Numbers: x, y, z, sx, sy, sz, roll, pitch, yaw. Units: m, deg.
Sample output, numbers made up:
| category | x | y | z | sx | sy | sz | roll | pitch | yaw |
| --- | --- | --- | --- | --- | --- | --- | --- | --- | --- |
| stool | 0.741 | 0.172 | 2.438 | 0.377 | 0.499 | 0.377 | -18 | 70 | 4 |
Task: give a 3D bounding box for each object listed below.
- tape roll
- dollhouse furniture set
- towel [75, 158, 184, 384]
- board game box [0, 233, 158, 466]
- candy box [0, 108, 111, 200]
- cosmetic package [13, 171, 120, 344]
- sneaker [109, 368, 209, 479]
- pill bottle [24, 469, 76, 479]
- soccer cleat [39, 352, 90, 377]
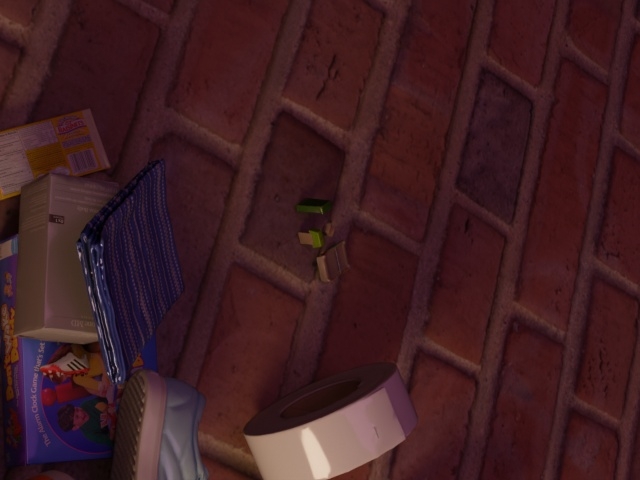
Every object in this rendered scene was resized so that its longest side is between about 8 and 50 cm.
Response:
| category | x | y | z | sx | sy | sz | roll | pitch | yaw |
| --- | --- | --- | --- | --- | --- | --- | --- | --- | --- |
| tape roll | 0.018 | 0.307 | 2.073 | 0.286 | 0.286 | 0.100 | -26 | 97 | -39 |
| dollhouse furniture set | 0.000 | 0.000 | 2.296 | 0.076 | 0.058 | 0.152 | -36 | 122 | -45 |
| towel | -0.274 | 0.039 | 1.878 | 0.336 | 0.040 | 0.243 | -64 | 149 | -64 |
| board game box | -0.375 | 0.169 | 1.931 | 0.233 | 0.078 | 0.347 | 3 | 78 | -37 |
| candy box | -0.441 | -0.139 | 1.981 | 0.206 | 0.027 | 0.105 | -21 | 90 | -39 |
| cosmetic package | -0.377 | 0.030 | 1.845 | 0.127 | 0.107 | 0.238 | 8 | 72 | -40 |
| sneaker | -0.234 | 0.381 | 1.854 | 0.150 | 0.135 | 0.366 | 17 | 70 | -28 |
| pill bottle | -0.491 | 0.482 | 1.669 | 0.392 | 0.224 | 0.224 | -20 | 92 | -36 |
| soccer cleat | -0.383 | 0.185 | 1.853 | 0.083 | 0.029 | 0.036 | 5 | 68 | -40 |
